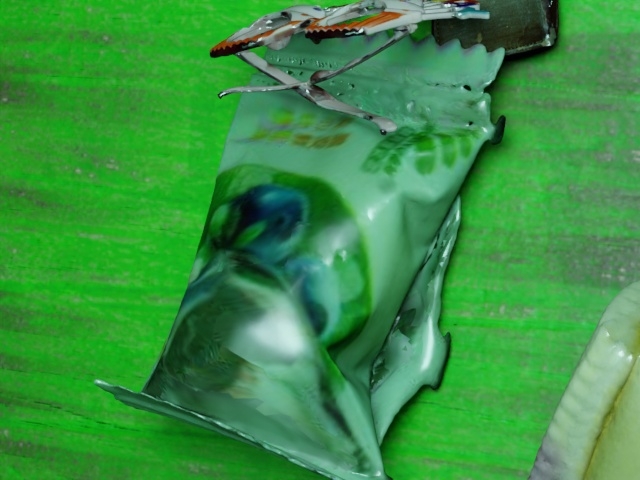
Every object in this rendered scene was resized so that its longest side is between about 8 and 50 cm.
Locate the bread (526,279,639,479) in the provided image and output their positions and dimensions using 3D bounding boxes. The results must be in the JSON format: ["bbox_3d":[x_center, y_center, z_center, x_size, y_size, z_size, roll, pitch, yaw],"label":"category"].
[{"bbox_3d":[0.241,0.208,1.371,0.187,0.155,0.338,33,124,27],"label":"bread"}]

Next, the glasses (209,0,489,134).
[{"bbox_3d":[0.027,-0.159,1.574,0.255,0.162,0.095,2,117,38],"label":"glasses"}]

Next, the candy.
[{"bbox_3d":[-0.003,-0.003,1.575,0.263,0.172,0.398,13,78,26],"label":"candy"}]

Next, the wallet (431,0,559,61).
[{"bbox_3d":[0.147,-0.262,1.598,0.122,0.031,0.232,-6,79,31],"label":"wallet"}]
